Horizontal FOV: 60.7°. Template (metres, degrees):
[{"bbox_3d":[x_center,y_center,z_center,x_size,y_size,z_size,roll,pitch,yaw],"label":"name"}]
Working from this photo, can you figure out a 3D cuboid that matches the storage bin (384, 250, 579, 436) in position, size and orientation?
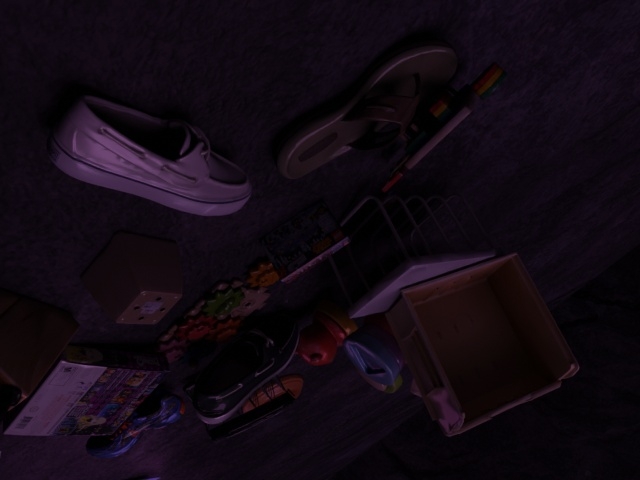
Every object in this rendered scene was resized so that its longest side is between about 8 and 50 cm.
[{"bbox_3d":[0.299,0.192,1.029,0.262,0.261,0.123,-16,159,-20],"label":"storage bin"}]

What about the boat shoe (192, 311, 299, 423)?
[{"bbox_3d":[-0.142,0.241,1.126,0.302,0.114,0.091,-49,152,-42],"label":"boat shoe"}]

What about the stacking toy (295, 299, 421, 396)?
[{"bbox_3d":[0.097,0.282,1.201,0.130,0.280,0.308,-45,-157,-26],"label":"stacking toy"}]

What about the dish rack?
[{"bbox_3d":[-0.175,0.335,1.184,0.208,0.074,0.271,-23,-171,-18],"label":"dish rack"}]

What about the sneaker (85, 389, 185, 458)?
[{"bbox_3d":[-0.416,0.394,1.206,0.221,0.083,0.087,-31,138,-15],"label":"sneaker"}]

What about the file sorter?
[{"bbox_3d":[0.176,0.018,1.080,0.277,0.173,0.193,-5,149,-40],"label":"file sorter"}]

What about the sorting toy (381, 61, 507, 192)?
[{"bbox_3d":[0.175,-0.188,0.849,0.274,0.046,0.132,-44,-173,41],"label":"sorting toy"}]

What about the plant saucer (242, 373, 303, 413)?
[{"bbox_3d":[-0.136,0.467,1.618,0.199,0.037,0.200,-25,150,-15],"label":"plant saucer"}]

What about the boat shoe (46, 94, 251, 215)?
[{"bbox_3d":[-0.177,-0.103,0.654,0.267,0.096,0.088,16,130,-44],"label":"boat shoe"}]

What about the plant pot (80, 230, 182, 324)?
[{"bbox_3d":[-0.268,0.064,0.808,0.109,0.096,0.109,-44,149,21],"label":"plant pot"}]

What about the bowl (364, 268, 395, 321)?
[{"bbox_3d":[0.214,0.162,1.371,0.289,0.156,0.290,-25,150,-15],"label":"bowl"}]

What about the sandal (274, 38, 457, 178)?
[{"bbox_3d":[0.074,-0.171,0.794,0.302,0.086,0.120,-36,151,5],"label":"sandal"}]

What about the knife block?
[{"bbox_3d":[-0.409,0.180,0.695,0.088,0.242,0.276,-33,151,3],"label":"knife block"}]

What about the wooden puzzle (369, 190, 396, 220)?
[{"bbox_3d":[0.126,-0.069,1.085,0.049,0.006,0.083,-20,149,-22],"label":"wooden puzzle"}]

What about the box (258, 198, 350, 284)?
[{"bbox_3d":[-0.029,0.001,0.950,0.137,0.094,0.027,-34,152,1],"label":"box"}]

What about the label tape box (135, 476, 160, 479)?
[{"bbox_3d":[-0.654,0.844,1.608,0.347,0.115,0.249,-42,150,20],"label":"label tape box"}]

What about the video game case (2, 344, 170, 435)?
[{"bbox_3d":[-0.431,0.285,1.012,0.210,0.042,0.232,20,122,-43],"label":"video game case"}]

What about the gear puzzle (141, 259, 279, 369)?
[{"bbox_3d":[-0.182,0.150,1.077,0.339,0.044,0.175,-42,150,16],"label":"gear puzzle"}]
